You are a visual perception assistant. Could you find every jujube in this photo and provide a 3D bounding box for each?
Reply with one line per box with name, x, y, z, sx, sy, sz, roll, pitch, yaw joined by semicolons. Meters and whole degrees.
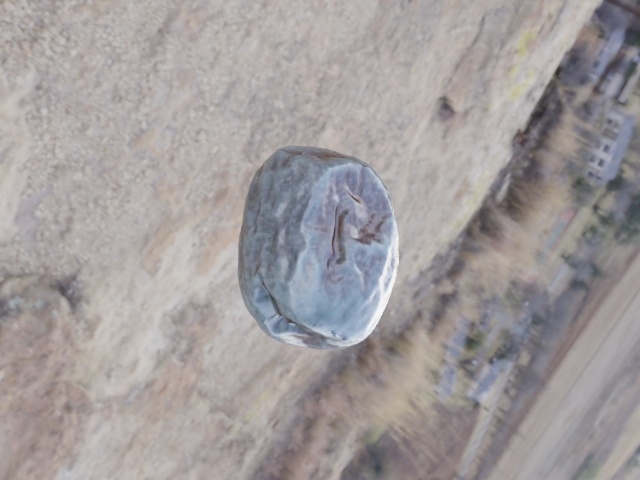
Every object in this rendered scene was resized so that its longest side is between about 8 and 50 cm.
jujube;-0.007;0.001;1.397;0.246;0.215;0.308;21;66;-22
